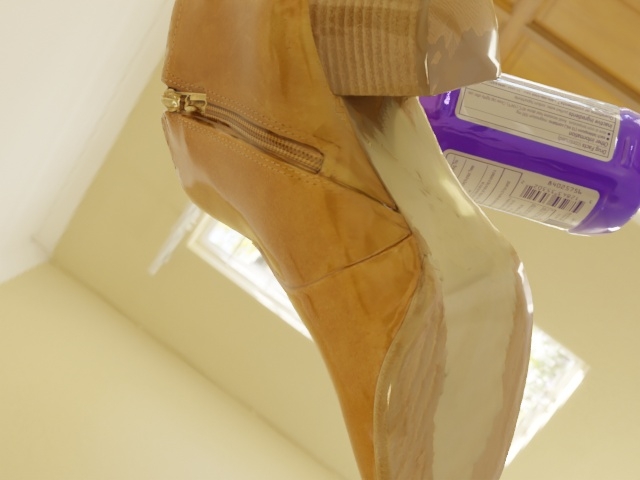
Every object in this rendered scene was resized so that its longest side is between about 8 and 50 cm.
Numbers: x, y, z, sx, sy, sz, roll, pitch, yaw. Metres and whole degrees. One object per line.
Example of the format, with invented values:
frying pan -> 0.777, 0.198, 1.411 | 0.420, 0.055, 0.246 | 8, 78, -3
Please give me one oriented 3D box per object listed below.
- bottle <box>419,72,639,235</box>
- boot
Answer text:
bottle -> 0.100, -0.083, 0.693 | 0.118, 0.282, 0.092 | 103, -177, -78
boot -> -0.001, -0.001, 0.496 | 0.104, 0.211, 0.295 | -12, -75, -40
